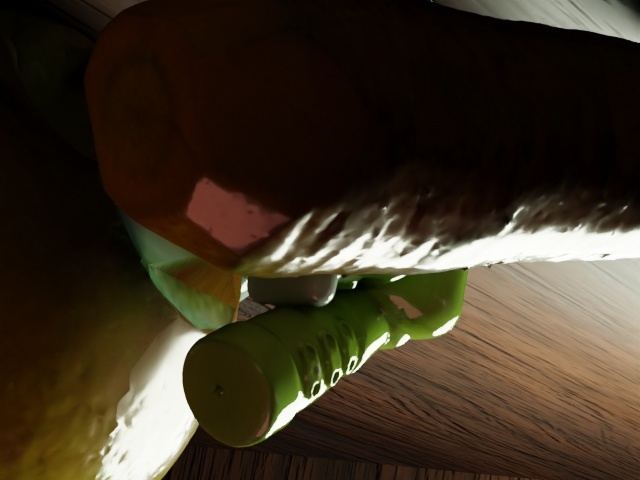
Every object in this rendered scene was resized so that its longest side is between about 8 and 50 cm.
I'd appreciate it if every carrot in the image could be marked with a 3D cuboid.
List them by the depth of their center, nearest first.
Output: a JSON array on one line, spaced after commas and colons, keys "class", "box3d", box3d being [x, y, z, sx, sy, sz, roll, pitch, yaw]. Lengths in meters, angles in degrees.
[{"class": "carrot", "box3d": [0.053, -0.042, 0.603, 0.302, 0.114, 0.114, 1, 175, -39]}]

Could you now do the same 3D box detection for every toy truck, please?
[{"class": "toy truck", "box3d": [0.010, -0.012, 0.739, 0.148, 0.210, 0.187, 0, 180, 34]}]

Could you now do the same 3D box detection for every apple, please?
[{"class": "apple", "box3d": [-0.234, 0.009, 0.801, 0.374, 0.374, 0.384, -9, 117, 52]}]

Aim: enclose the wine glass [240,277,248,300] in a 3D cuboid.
[{"class": "wine glass", "box3d": [-0.086, 0.009, 1.068, 0.202, 0.093, 0.093, -2, 161, 31]}]
